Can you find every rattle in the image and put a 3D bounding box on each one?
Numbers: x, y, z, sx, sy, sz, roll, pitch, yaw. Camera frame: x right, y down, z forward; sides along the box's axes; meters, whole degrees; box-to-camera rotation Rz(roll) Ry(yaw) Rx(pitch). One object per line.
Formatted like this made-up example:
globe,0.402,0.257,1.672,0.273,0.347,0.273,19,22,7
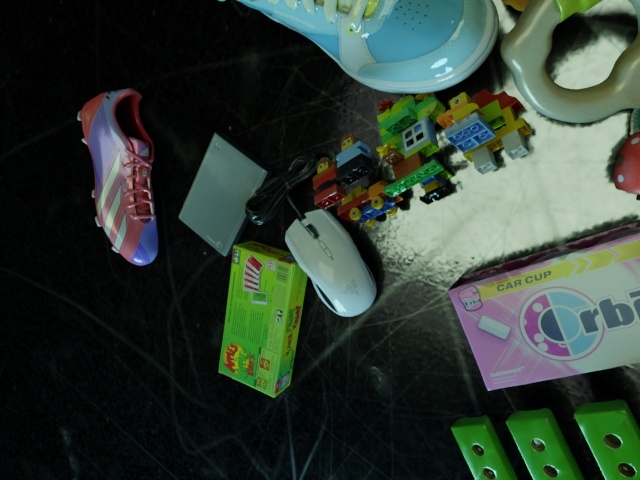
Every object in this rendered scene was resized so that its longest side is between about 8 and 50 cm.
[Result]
rattle,0.246,-0.160,0.431,0.199,0.143,0.130,23,105,-16

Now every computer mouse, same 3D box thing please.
computer mouse,0.000,0.000,0.558,0.106,0.042,0.193,-35,85,-8

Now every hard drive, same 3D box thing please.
hard drive,-0.129,-0.060,0.643,0.094,0.022,0.135,37,114,17

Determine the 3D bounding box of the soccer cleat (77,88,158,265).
soccer cleat,-0.269,-0.089,0.681,0.095,0.083,0.248,-15,89,24

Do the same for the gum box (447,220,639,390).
gum box,0.233,0.063,0.454,0.188,0.062,0.107,-22,89,29

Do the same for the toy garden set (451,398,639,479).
toy garden set,0.274,0.244,0.447,0.244,0.049,0.204,-28,85,44

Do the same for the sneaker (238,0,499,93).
sneaker,-0.015,-0.233,0.421,0.319,0.208,0.127,35,111,31

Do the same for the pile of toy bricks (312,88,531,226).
pile of toy bricks,0.084,-0.103,0.490,0.212,0.118,0.105,-27,56,36

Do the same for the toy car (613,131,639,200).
toy car,0.384,-0.053,0.346,0.239,0.053,0.225,43,110,2

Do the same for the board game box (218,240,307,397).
board game box,-0.075,0.101,0.631,0.092,0.043,0.181,16,106,25
